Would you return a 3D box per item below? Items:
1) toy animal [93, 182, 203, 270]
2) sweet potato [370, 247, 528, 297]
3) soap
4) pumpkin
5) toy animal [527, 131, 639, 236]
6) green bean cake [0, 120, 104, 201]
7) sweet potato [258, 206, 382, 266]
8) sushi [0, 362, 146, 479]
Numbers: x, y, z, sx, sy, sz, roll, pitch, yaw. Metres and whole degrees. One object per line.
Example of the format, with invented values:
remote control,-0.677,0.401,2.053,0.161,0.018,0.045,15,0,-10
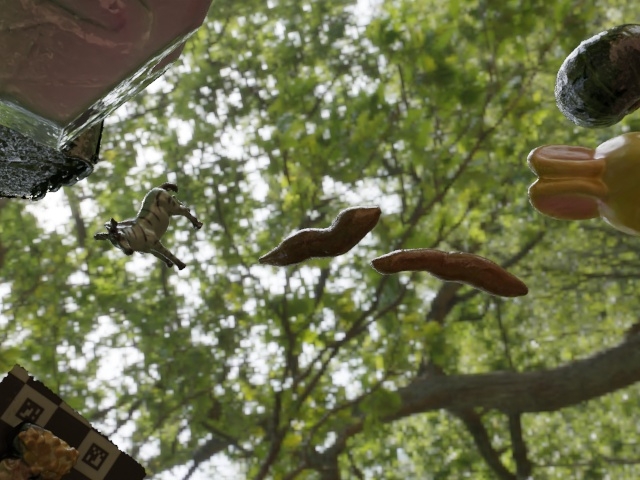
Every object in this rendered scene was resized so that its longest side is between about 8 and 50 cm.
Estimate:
toy animal,-0.310,-0.030,1.742,0.176,0.073,0.216,45,-136,-33
sweet potato,0.139,0.030,0.999,0.044,0.179,0.044,-166,90,-76
soap,-0.227,-0.320,0.982,0.261,0.156,0.446,26,-103,-17
pumpkin,0.409,-0.232,1.352,0.125,0.167,0.167,43,-152,4
toy animal,0.176,-0.023,0.495,0.159,0.070,0.083,7,-121,-31
green bean cake,-0.464,-0.160,1.370,0.241,0.255,0.132,23,-120,-37
sweet potato,0.002,0.003,1.527,0.065,0.218,0.051,66,-169,2
sushi,-0.298,0.266,0.955,0.192,0.050,0.215,46,-115,-20
